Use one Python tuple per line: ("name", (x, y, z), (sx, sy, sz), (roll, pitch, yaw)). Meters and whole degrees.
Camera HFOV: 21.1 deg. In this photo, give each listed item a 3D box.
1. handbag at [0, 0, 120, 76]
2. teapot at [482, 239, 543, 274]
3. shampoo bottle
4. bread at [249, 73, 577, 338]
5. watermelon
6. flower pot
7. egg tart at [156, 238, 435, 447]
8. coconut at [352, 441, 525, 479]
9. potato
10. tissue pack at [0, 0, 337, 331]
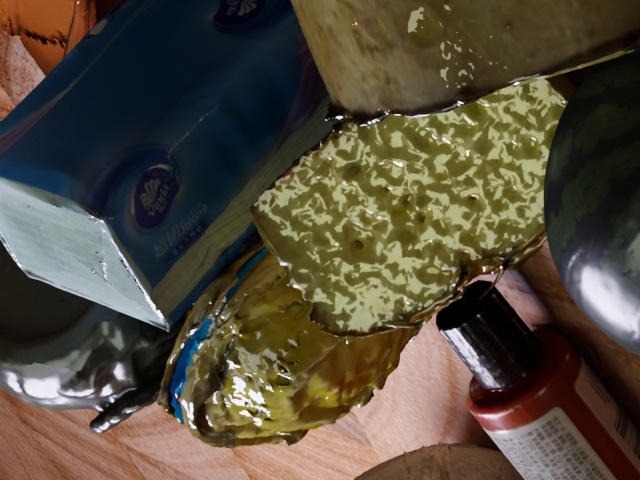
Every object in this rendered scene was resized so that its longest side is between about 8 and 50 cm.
("handbag", (-0.319, -0.327, 1.421), (0.410, 0.116, 0.303), (40, 159, 5))
("teapot", (0.116, -0.027, 1.333), (0.129, 0.078, 0.098), (41, 112, -4))
("shampoo bottle", (0.197, 0.150, 1.466), (0.278, 0.104, 0.104), (51, 154, -21))
("bread", (0.092, -0.048, 1.215), (0.160, 0.147, 0.260), (48, 122, 4))
("watermelon", (0.229, -0.027, 0.994), (0.212, 0.212, 0.212), (33, 155, 18))
("flower pot", (-0.191, 0.021, 1.553), (0.302, 0.302, 0.213), (30, -172, 23))
("egg tart", (0.003, 0.076, 1.390), (0.107, 0.291, 0.291), (45, 160, 26))
("coconut", (0.128, 0.367, 1.668), (0.346, 0.346, 0.360), (40, 176, 3))
("potato", (0.083, -0.189, 0.946), (0.242, 0.242, 0.285), (51, 158, -21))
("tissue pack", (-0.121, -0.086, 1.342), (0.198, 0.263, 0.146), (18, 146, 42))
